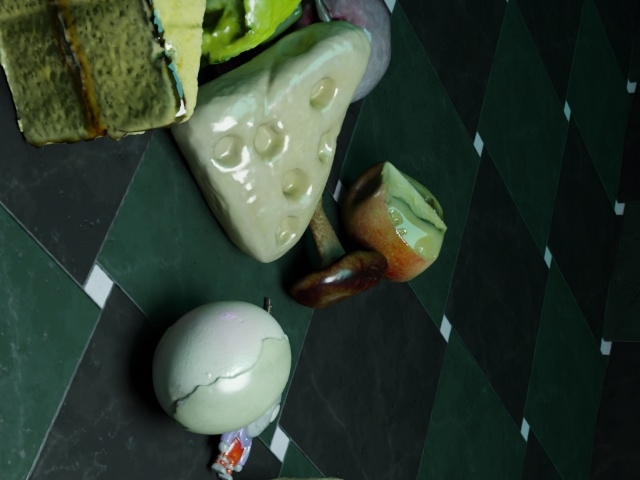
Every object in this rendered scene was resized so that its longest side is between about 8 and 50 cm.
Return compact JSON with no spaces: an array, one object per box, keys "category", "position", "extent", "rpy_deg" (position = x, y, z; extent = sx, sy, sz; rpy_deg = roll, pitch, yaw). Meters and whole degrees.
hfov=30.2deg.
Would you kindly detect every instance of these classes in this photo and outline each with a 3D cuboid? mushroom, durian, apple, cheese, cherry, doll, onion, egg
[{"category":"mushroom","position":[0.000,0.000,2.024],"extent":[0.217,0.148,0.227],"rpy_deg":[66,20,5]},{"category":"durian","position":[-0.112,-0.451,1.778],"extent":[0.339,0.204,0.256],"rpy_deg":[-46,114,-28]},{"category":"apple","position":[0.127,-0.030,2.166],"extent":[0.188,0.174,0.207],"rpy_deg":[36,21,-17]},{"category":"cheese","position":[-0.047,-0.144,1.839],"extent":[0.351,0.129,0.328],"rpy_deg":[-35,131,-27]},{"category":"cherry","position":[0.032,-0.340,2.047],"extent":[0.266,0.183,0.213],"rpy_deg":[31,80,-57]},{"category":"doll","position":[-0.108,0.257,1.817],"extent":[0.227,0.075,0.102],"rpy_deg":[-64,155,-27]},{"category":"onion","position":[-0.113,-0.270,1.871],"extent":[0.115,0.104,0.115],"rpy_deg":[33,44,-39]},{"category":"egg","position":[-0.142,0.180,1.653],"extent":[0.217,0.183,0.183],"rpy_deg":[-42,121,-66]}]

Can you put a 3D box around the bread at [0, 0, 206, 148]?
[{"category":"bread","position":[-0.283,-0.240,1.417],"extent":[0.198,0.263,0.236],"rpy_deg":[13,75,-56]}]

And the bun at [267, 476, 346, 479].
[{"category":"bun","position":[-0.025,0.521,1.783],"extent":[0.360,0.211,0.359],"rpy_deg":[13,73,-47]}]

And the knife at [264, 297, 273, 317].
[{"category":"knife","position":[-0.115,0.171,1.865],"extent":[0.222,0.021,0.045],"rpy_deg":[-59,135,-51]}]

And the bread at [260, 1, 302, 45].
[{"category":"bread","position":[-0.089,-0.375,1.950],"extent":[0.115,0.056,0.082],"rpy_deg":[-41,115,-10]}]
